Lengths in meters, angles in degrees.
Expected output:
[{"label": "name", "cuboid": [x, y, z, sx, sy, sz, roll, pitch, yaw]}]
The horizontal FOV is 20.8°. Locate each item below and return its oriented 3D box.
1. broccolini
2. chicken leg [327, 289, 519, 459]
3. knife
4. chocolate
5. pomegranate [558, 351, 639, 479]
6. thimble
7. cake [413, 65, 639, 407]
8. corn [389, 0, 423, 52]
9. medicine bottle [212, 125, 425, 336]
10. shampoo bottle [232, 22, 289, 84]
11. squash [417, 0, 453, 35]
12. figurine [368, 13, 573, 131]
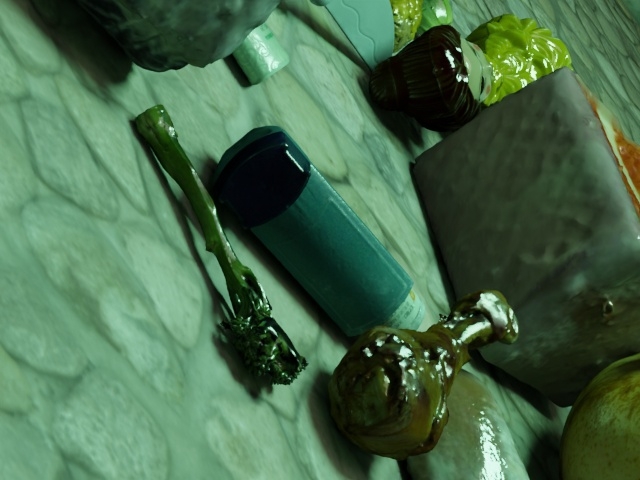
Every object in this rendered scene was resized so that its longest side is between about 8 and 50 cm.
[{"label": "broccolini", "cuboid": [-0.090, 0.009, 1.395, 0.058, 0.071, 0.254, -25, 74, -28]}, {"label": "chicken leg", "cuboid": [0.094, 0.107, 1.512, 0.251, 0.087, 0.107, -31, 98, -51]}, {"label": "knife", "cuboid": [0.026, -0.267, 1.898, 0.044, 0.080, 0.331, 46, 5, 30]}, {"label": "chocolate", "cuboid": [0.144, 0.214, 1.560, 0.161, 0.083, 0.261, 33, 32, -52]}, {"label": "pomegranate", "cuboid": [0.385, 0.233, 1.794, 0.319, 0.319, 0.319, 47, 24, -29]}, {"label": "thimble", "cuboid": [-0.107, -0.269, 1.444, 0.157, 0.217, 0.245, 46, 58, -30]}, {"label": "cake", "cuboid": [0.270, -0.003, 1.934, 0.237, 0.230, 0.308, 39, 29, -46]}, {"label": "corn", "cuboid": [0.079, -0.329, 2.130, 0.097, 0.097, 0.261, 44, 31, -35]}, {"label": "medicine bottle", "cuboid": [0.000, 0.000, 1.514, 0.258, 0.079, 0.124, 48, 3, -30]}, {"label": "shampoo bottle", "cuboid": [-0.099, -0.240, 1.679, 0.190, 0.041, 0.069, 57, 26, -6]}, {"label": "squash", "cuboid": [0.110, -0.367, 2.291, 0.066, 0.066, 0.228, 18, 45, -60]}, {"label": "figurine", "cuboid": [0.186, -0.187, 2.069, 0.315, 0.168, 0.187, -2, 105, -67]}]
